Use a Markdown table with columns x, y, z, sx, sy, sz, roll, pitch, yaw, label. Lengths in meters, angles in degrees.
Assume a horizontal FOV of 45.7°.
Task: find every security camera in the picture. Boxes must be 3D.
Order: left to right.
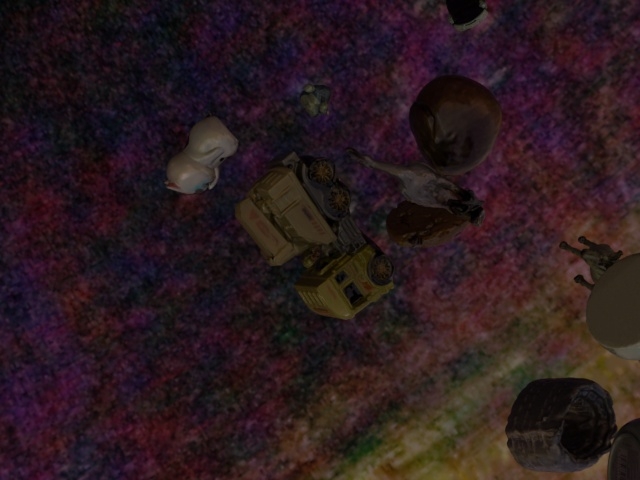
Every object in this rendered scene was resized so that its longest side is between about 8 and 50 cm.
| x | y | z | sx | sy | sz | roll | pitch | yaw | label |
| --- | --- | --- | --- | --- | --- | --- | --- | --- | --- |
| 0.608 | 0.148 | 1.319 | 0.236 | 0.195 | 0.194 | 30 | 120 | -22 | security camera |

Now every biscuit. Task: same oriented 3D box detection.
| x | y | z | sx | sy | sz | roll | pitch | yaw | label |
| --- | --- | --- | --- | --- | --- | --- | --- | --- | --- |
| 0.337 | -0.079 | 2.343 | 0.296 | 0.296 | 0.075 | -29 | 120 | -20 | biscuit |

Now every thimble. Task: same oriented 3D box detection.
| x | y | z | sx | sy | sz | roll | pitch | yaw | label |
| --- | --- | --- | --- | --- | --- | --- | --- | --- | --- |
| 0.549 | 0.419 | 1.730 | 0.236 | 0.205 | 0.172 | -13 | 174 | -33 | thimble |

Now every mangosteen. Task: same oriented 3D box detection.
| x | y | z | sx | sy | sz | roll | pitch | yaw | label |
| --- | --- | --- | --- | --- | --- | --- | --- | --- | --- |
| 0.000 | 0.000 | 2.295 | 0.166 | 0.166 | 0.180 | -45 | -161 | 20 | mangosteen |

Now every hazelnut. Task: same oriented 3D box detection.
| x | y | z | sx | sy | sz | roll | pitch | yaw | label |
| --- | --- | --- | --- | --- | --- | --- | --- | --- | --- |
| 0.314 | -0.268 | 1.758 | 0.218 | 0.234 | 0.218 | -23 | -161 | 8 | hazelnut |

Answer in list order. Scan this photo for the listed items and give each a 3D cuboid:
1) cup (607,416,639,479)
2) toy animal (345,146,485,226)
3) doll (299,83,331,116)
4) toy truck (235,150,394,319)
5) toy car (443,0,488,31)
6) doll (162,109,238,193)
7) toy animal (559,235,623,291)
| x | y | z | sx | sy | sz | roll | pitch | yaw | label |
| --- | --- | --- | --- | --- | --- | --- | --- | --- | --- |
| 0.705 | 0.477 | 1.376 | 0.357 | 0.274 | 0.260 | -87 | -178 | -71 | cup |
| 0.213 | -0.129 | 1.652 | 0.090 | 0.324 | 0.195 | -64 | 173 | -1 | toy animal |
| -0.009 | -0.291 | 1.593 | 0.050 | 0.076 | 0.083 | -39 | -174 | -28 | doll |
| -0.015 | -0.002 | 1.763 | 0.254 | 0.405 | 0.180 | -39 | -163 | -20 | toy truck |
| 0.356 | -0.575 | 1.857 | 0.095 | 0.205 | 0.056 | -24 | 134 | 20 | toy car |
| -0.246 | -0.171 | 1.584 | 0.181 | 0.107 | 0.110 | -56 | -169 | 1 | doll |
| 0.554 | 0.062 | 1.481 | 0.073 | 0.176 | 0.217 | -37 | 119 | 1 | toy animal |
